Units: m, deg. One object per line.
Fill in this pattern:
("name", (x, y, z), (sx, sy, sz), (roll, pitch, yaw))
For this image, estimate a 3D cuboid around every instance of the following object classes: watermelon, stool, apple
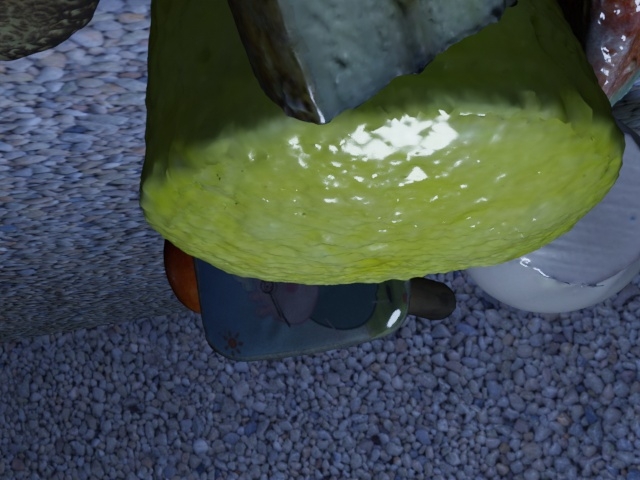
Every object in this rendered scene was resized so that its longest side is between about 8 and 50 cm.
("watermelon", (0.222, -0.227, 0.799), (0.140, 0.192, 0.256), (-21, 153, -3))
("stool", (0.000, 0.000, 1.434), (0.310, 0.310, 0.226), (-11, 172, 25))
("apple", (-0.153, 0.025, 1.724), (0.218, 0.201, 0.218), (1, 170, 0))

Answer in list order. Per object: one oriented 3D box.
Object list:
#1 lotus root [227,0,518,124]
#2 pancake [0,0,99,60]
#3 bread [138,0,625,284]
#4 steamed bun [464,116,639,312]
("lotus root", (0.033, -0.238, 0.491), (0.267, 0.260, 0.149), (-34, -143, -17))
("pancake", (-0.328, -0.208, 0.883), (0.286, 0.033, 0.288), (-8, 168, 11))
("bread", (0.035, -0.134, 0.771), (0.348, 0.307, 0.348), (-4, 167, -1))
("steamed bun", (0.310, -0.043, 1.458), (0.309, 0.309, 0.309), (-7, 169, -1))
